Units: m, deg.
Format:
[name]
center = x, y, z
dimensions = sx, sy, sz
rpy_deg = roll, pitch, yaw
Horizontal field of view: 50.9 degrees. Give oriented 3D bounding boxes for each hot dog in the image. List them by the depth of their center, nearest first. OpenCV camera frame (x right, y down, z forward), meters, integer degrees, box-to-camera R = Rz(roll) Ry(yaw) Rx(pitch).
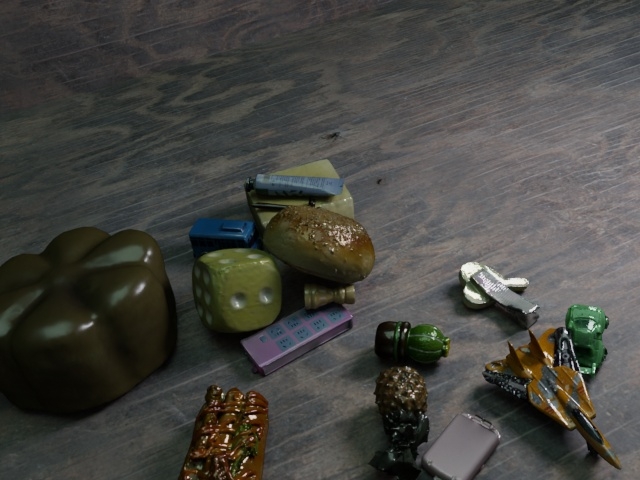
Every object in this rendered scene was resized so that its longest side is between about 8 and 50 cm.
[hot dog]
center = -0.185, 0.422, 1.289
dimensions = 0.158, 0.117, 0.349
rpy_deg = 5, 39, 3

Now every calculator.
[calculator]
center = 0.271, 0.404, 1.296
dimensions = 0.100, 0.032, 0.175
rpy_deg = 25, 49, 36

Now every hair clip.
[hair clip]
center = 0.426, 0.119, 1.597
dimensions = 0.159, 0.071, 0.218
rpy_deg = -28, 47, -27

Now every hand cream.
[hand cream]
center = -0.072, -0.151, 1.861
dimensions = 0.271, 0.058, 0.091
rpy_deg = 2, 32, 6

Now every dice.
[dice]
center = -0.200, 0.116, 1.605
dimensions = 0.169, 0.169, 0.166
rpy_deg = -8, 14, -29

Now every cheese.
[cheese]
center = -0.063, -0.107, 1.937
dimensions = 0.265, 0.124, 0.242
rpy_deg = -16, 44, -10

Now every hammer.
[hammer]
center = -0.099, -0.093, 1.824
dimensions = 0.178, 0.021, 0.065
rpy_deg = 3, 47, 12

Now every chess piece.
[chess piece]
center = 0.021, 0.130, 1.611
dimensions = 0.122, 0.066, 0.066
rpy_deg = -4, 38, -2

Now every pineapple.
[pineapple]
center = 0.157, 0.364, 1.312
dimensions = 0.111, 0.119, 0.237
rpy_deg = 17, 38, -9

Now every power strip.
[power strip]
center = -0.053, 0.219, 1.591
dimensions = 0.279, 0.037, 0.109
rpy_deg = -26, 42, -21

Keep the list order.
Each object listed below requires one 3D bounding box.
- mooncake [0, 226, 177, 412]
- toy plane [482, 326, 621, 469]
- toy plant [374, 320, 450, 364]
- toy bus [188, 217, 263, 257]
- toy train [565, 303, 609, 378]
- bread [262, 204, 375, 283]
[mooncake]
center = -0.571, 0.167, 1.585
dimensions = 0.467, 0.262, 0.467
rpy_deg = -8, 37, 6
[toy plane]
center = 0.478, 0.318, 1.311
dimensions = 0.204, 0.103, 0.316
rpy_deg = -29, 50, -2
[toy plant]
center = 0.205, 0.227, 1.488
dimensions = 0.162, 0.093, 0.093
rpy_deg = 5, 40, 13
[toy bus]
center = -0.261, -0.003, 1.860
dimensions = 0.184, 0.106, 0.090
rpy_deg = 3, 37, 15
[toy train]
center = 0.558, 0.212, 1.425
dimensions = 0.099, 0.149, 0.081
rpy_deg = 7, -4, 24
[bread]
center = 0.000, 0.000, 1.671
dimensions = 0.305, 0.159, 0.305
rpy_deg = 14, 6, -2
